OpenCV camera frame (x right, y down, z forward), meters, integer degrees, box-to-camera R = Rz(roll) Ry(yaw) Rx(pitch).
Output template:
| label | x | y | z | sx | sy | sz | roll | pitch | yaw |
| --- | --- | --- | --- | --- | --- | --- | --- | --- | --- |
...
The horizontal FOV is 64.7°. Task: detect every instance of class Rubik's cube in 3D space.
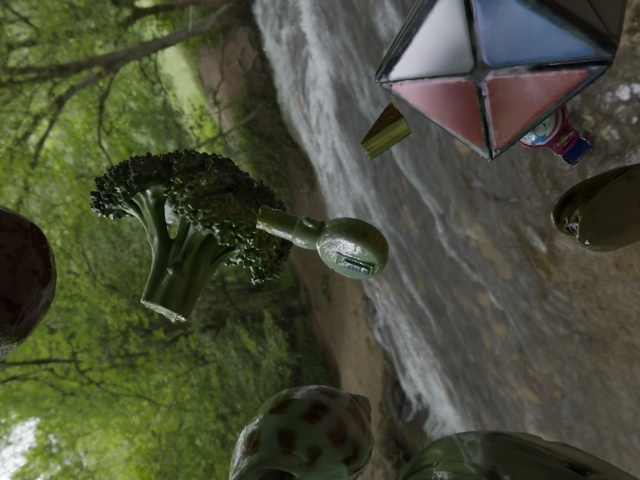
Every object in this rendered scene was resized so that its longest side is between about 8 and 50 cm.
| label | x | y | z | sx | sy | sz | roll | pitch | yaw |
| --- | --- | --- | --- | --- | --- | --- | --- | --- | --- |
| Rubik's cube | 0.322 | -0.383 | 0.908 | 0.305 | 0.310 | 0.307 | 30 | 150 | -6 |

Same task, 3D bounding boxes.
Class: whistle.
| label | x | y | z | sx | sy | sz | roll | pitch | yaw |
| --- | --- | --- | --- | --- | --- | --- | --- | --- | --- |
| whistle | 0.000 | 0.000 | 0.717 | 0.198 | 0.057 | 0.104 | 18 | 146 | 8 |

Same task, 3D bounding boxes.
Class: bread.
| label | x | y | z | sx | sy | sz | roll | pitch | yaw |
| --- | --- | --- | --- | --- | --- | --- | --- | --- | --- |
| bread | 0.168 | -0.301 | 1.398 | 0.074 | 0.139 | 0.084 | 46 | -166 | -42 |

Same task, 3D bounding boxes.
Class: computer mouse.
| label | x | y | z | sx | sy | sz | roll | pitch | yaw |
| --- | --- | --- | --- | --- | --- | --- | --- | --- | --- |
| computer mouse | 0.289 | 0.365 | 0.744 | 0.429 | 0.228 | 0.146 | -9 | 86 | 43 |

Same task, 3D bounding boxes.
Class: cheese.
| label | x | y | z | sx | sy | sz | roll | pitch | yaw |
| --- | --- | --- | --- | --- | --- | --- | --- | --- | --- |
| cheese | 0.622 | -0.307 | 1.384 | 0.062 | 0.155 | 0.244 | -5 | -131 | -51 |

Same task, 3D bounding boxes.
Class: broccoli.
| label | x | y | z | sx | sy | sz | roll | pitch | yaw |
| --- | --- | --- | --- | --- | --- | --- | --- | --- | --- |
| broccoli | -0.225 | -0.034 | 0.906 | 0.375 | 0.302 | 0.249 | 23 | 134 | -13 |

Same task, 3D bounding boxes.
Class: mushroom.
| label | x | y | z | sx | sy | sz | roll | pitch | yaw |
| --- | --- | --- | --- | --- | --- | --- | --- | --- | --- |
| mushroom | -0.497 | 0.072 | 0.656 | 0.263 | 0.283 | 0.195 | 41 | -140 | -53 |

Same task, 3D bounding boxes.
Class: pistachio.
| label | x | y | z | sx | sy | sz | roll | pitch | yaw |
| --- | --- | --- | --- | --- | --- | --- | --- | --- | --- |
| pistachio | 0.470 | -0.055 | 0.812 | 0.129 | 0.206 | 0.131 | -138 | 36 | -56 |

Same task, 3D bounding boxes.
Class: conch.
| label | x | y | z | sx | sy | sz | roll | pitch | yaw |
| --- | --- | --- | --- | --- | --- | --- | --- | --- | --- |
| conch | -0.021 | 0.386 | 0.913 | 0.197 | 0.368 | 0.250 | -5 | 96 | 64 |
